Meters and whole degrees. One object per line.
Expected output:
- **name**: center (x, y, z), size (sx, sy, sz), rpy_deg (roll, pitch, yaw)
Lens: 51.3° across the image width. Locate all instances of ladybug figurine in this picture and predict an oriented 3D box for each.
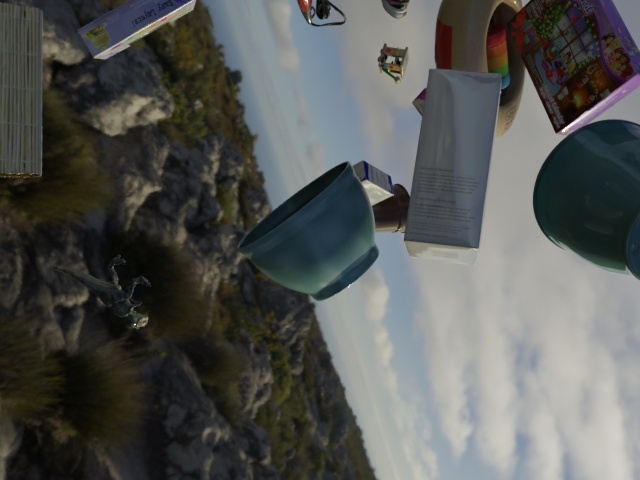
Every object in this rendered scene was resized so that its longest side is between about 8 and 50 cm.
- **ladybug figurine**: center (0.395, -0.457, 1.671), size (0.162, 0.305, 0.449), rpy_deg (15, -49, 38)

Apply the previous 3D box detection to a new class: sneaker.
- **sneaker**: center (0.166, -0.650, 1.681), size (0.178, 0.072, 0.077), rpy_deg (44, -35, 9)

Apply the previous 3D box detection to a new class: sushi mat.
- **sushi mat**: center (-0.554, -0.261, 1.131), size (0.019, 0.151, 0.316), rpy_deg (154, -66, -62)

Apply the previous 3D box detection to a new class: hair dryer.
- **hair dryer**: center (-0.040, -0.524, 1.353), size (0.223, 0.294, 0.080), rpy_deg (-50, -139, 46)

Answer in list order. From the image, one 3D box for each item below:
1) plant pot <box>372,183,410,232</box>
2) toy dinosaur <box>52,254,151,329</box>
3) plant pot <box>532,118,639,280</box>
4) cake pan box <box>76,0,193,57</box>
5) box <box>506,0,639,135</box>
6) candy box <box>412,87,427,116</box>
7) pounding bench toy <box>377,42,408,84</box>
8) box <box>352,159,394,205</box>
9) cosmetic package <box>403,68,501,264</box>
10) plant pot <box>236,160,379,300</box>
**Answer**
- **plant pot**: center (0.192, -0.094, 2.183), size (0.167, 0.165, 0.167), rpy_deg (170, -90, -69)
- **toy dinosaur**: center (-0.480, 0.109, 1.566), size (0.268, 0.118, 0.064), rpy_deg (46, -4, -30)
- **plant pot**: center (0.556, -0.051, 1.166), size (0.255, 0.272, 0.271), rpy_deg (-110, -178, -66)
- **cake pan box**: center (-0.391, -0.479, 1.439), size (0.070, 0.246, 0.267), rpy_deg (62, -5, -19)
- **box**: center (0.512, -0.390, 1.350), size (0.201, 0.057, 0.293), rpy_deg (-42, -123, 49)
- **candy box**: center (0.403, -0.390, 1.989), size (0.159, 0.233, 0.071), rpy_deg (56, -42, 12)
- **pounding bench toy**: center (0.165, -0.412, 1.569), size (0.052, 0.065, 0.083), rpy_deg (65, 40, -68)
- **box**: center (0.127, -0.163, 1.988), size (0.137, 0.126, 0.072), rpy_deg (23, 52, -43)
- **cosmetic package**: center (0.279, -0.148, 1.391), size (0.197, 0.155, 0.365), rpy_deg (49, 49, -73)
- **plant pot**: center (0.000, 0.000, 1.393), size (0.196, 0.293, 0.293), rpy_deg (52, 4, -11)
